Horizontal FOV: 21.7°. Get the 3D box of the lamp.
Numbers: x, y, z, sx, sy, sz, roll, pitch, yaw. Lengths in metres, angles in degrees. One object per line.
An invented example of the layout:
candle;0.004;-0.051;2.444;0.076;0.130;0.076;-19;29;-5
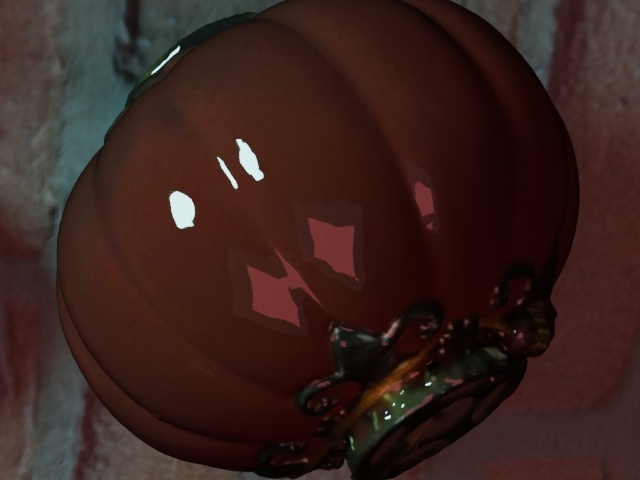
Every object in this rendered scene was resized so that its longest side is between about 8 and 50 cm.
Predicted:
lamp;0.000;0.000;0.929;0.303;0.257;0.303;-29;157;-13
